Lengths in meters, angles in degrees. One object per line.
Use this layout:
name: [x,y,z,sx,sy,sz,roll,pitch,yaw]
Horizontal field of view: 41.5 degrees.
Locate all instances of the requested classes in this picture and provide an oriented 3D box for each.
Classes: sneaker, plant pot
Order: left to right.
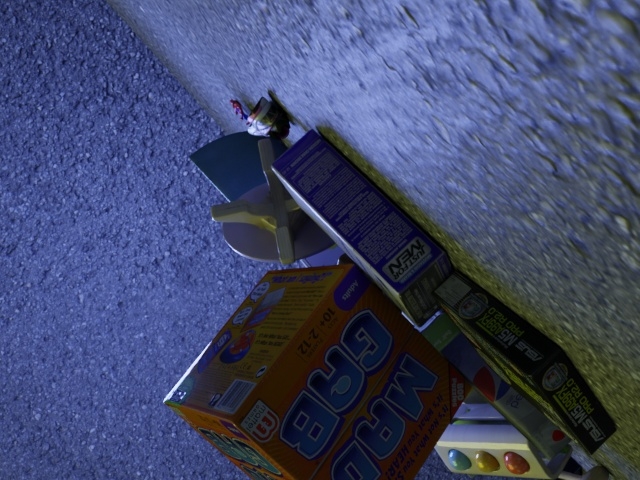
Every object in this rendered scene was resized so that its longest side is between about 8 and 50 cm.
plant pot: [-0.169,-0.171,2.169,0.290,0.195,0.290,47,177,3]
sneaker: [-0.097,-0.225,1.673,0.077,0.072,0.178,37,-177,0]

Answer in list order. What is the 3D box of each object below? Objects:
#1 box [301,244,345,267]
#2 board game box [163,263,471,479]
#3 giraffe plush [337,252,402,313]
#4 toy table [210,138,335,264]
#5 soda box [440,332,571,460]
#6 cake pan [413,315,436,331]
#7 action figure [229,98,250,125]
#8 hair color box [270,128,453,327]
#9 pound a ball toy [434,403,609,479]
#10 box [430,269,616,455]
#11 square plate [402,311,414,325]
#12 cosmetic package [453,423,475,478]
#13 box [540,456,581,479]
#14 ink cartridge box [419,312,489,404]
box: [0.021,0.005,2.070,0.087,0.169,0.290,51,178,-11]
board game box: [-0.011,0.297,1.634,0.356,0.356,0.356,46,157,-18]
giraffe plush: [0.124,0.083,1.807,0.181,0.170,0.210,43,136,4]
toy table: [-0.074,-0.062,1.687,0.161,0.274,0.252,67,180,-74]
soda box: [0.350,0.273,1.572,0.098,0.091,0.286,50,176,-37]
cake pan: [0.327,0.328,2.254,0.293,0.054,0.293,54,164,23]
action figure: [-0.209,-0.336,2.231,0.038,0.030,0.115,52,178,37]
hair color box: [0.077,-0.021,1.444,0.339,0.110,0.185,48,177,28]
pound a ball toy: [0.409,0.463,1.780,0.319,0.136,0.208,-14,114,52]
box: [0.305,0.181,1.292,0.216,0.060,0.270,50,177,-34]
square plate: [0.226,0.177,2.567,0.344,0.049,0.347,48,177,-11]
cosmetic package: [0.414,0.497,2.374,0.224,0.225,0.138,45,179,45]
box: [0.582,0.568,2.171,0.156,0.093,0.158,46,176,29]
ink cartridge box: [0.366,0.342,2.008,0.353,0.119,0.207,47,177,8]
